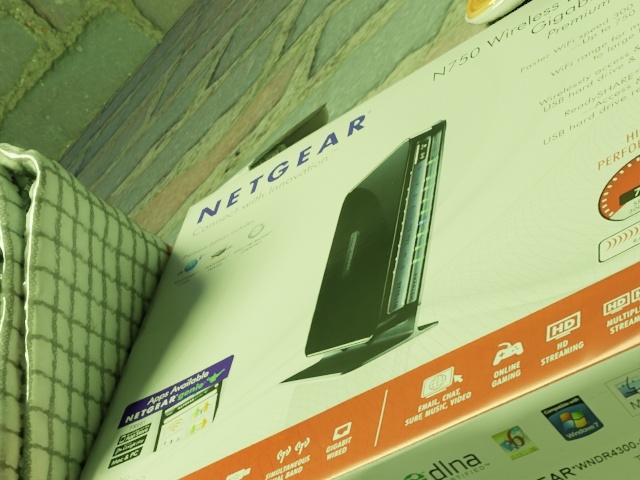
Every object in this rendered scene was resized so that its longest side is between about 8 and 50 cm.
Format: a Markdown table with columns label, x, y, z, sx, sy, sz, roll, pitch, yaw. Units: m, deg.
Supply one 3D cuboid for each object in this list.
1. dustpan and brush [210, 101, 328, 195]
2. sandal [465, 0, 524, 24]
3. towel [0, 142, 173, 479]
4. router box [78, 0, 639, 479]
| label | x | y | z | sx | sy | sz | roll | pitch | yaw |
| --- | --- | --- | --- | --- | --- | --- | --- | --- | --- |
| dustpan and brush | -0.071 | -0.026 | 1.248 | 0.211 | 0.060 | 0.147 | -38 | 4 | 40 |
| sandal | 0.176 | -0.285 | 1.041 | 0.265 | 0.076 | 0.102 | -54 | 16 | 1 |
| towel | -0.152 | 0.117 | 0.708 | 0.121 | 0.235 | 0.283 | -7 | 72 | 16 |
| router box | 0.050 | 0.025 | 0.624 | 0.335 | 0.082 | 0.301 | -29 | 26 | 27 |
